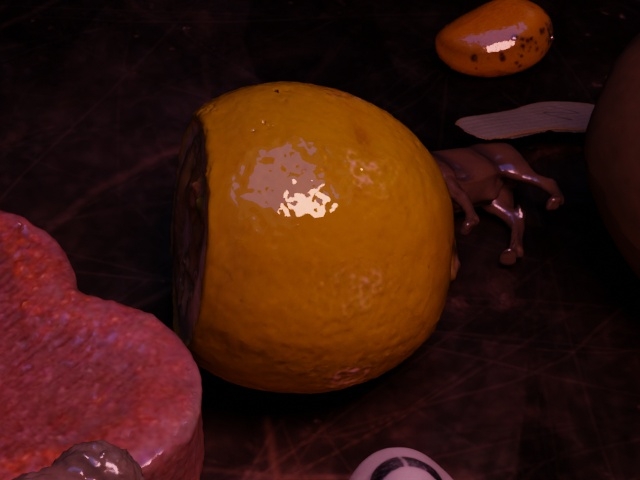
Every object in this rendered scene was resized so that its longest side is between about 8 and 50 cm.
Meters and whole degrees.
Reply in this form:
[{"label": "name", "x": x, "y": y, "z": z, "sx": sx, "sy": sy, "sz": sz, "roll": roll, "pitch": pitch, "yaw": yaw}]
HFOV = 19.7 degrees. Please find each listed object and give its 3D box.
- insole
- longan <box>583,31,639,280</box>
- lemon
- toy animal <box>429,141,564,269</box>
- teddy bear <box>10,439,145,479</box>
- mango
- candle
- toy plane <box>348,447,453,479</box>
[{"label": "insole", "x": 0.195, "y": -0.107, "z": 1.640, "sx": 0.188, "sy": 0.004, "sz": 0.064, "roll": -10, "pitch": 33, "yaw": -39}, {"label": "longan", "x": 0.356, "y": -0.061, "z": 1.469, "sx": 0.297, "sy": 0.297, "sz": 0.297, "roll": 2, "pitch": 46, "yaw": -2}, {"label": "lemon", "x": 0.000, "y": 0.000, "z": 1.409, "sx": 0.219, "sy": 0.240, "sz": 0.240, "roll": 5, "pitch": 46, "yaw": -13}, {"label": "toy animal", "x": 0.079, "y": -0.045, "z": 1.563, "sx": 0.214, "sy": 0.094, "sz": 0.186, "roll": -11, "pitch": 47, "yaw": -31}, {"label": "teddy bear", "x": -0.230, "y": 0.244, "z": 1.205, "sx": 0.267, "sy": 0.236, "sz": 0.151, "roll": -6, "pitch": 3, "yaw": 5}, {"label": "mango", "x": 0.162, "y": -0.189, "z": 1.721, "sx": 0.114, "sy": 0.057, "sz": 0.079, "roll": -10, "pitch": 55, "yaw": -9}, {"label": "candle", "x": -0.258, "y": 0.115, "z": 1.353, "sx": 0.287, "sy": 0.131, "sz": 0.317, "roll": -35, "pitch": 57, "yaw": -28}, {"label": "toy plane", "x": 0.066, "y": 0.242, "z": 1.264, "sx": 0.245, "sy": 0.117, "sz": 0.244, "roll": 1, "pitch": 47, "yaw": -1}]
